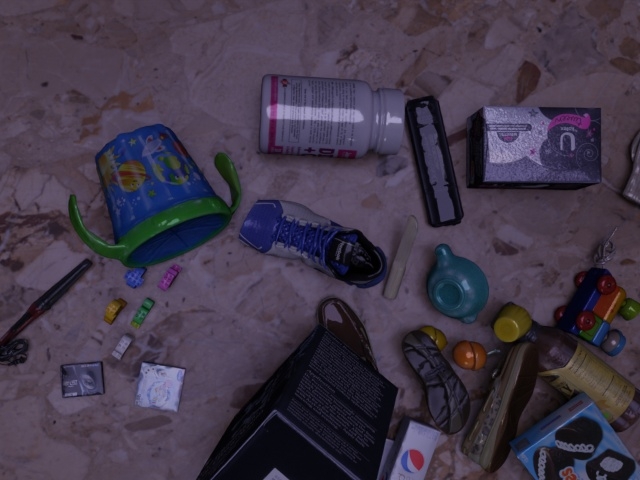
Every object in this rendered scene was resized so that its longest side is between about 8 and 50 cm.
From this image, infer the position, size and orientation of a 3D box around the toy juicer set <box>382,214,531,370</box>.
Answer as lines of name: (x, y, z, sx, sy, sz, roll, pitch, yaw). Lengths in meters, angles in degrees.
toy juicer set: (0.255, 0.123, 1.779, 0.329, 0.089, 0.209, 45, 120, 12)

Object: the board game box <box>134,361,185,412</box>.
board game box: (-0.328, 0.299, 1.762, 0.090, 0.020, 0.090, 11, 87, -4)

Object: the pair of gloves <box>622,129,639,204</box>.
pair of gloves: (0.777, -0.150, 1.863, 0.240, 0.042, 0.204, 17, 83, -6)

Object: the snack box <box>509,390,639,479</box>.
snack box: (0.550, 0.482, 1.757, 0.187, 0.060, 0.322, -37, 107, 5)

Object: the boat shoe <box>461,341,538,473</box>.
boat shoe: (0.361, 0.330, 1.751, 0.089, 0.105, 0.285, 25, 103, 38)

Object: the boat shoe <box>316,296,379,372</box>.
boat shoe: (0.070, 0.234, 1.760, 0.095, 0.095, 0.257, -25, 90, -5)

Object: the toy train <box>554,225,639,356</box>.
toy train: (0.618, 0.112, 1.815, 0.143, 0.105, 0.248, 33, 84, -14)

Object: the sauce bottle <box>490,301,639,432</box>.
sauce bottle: (0.509, 0.257, 1.791, 0.344, 0.111, 0.111, 38, 85, 2)

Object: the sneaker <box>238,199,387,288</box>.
sneaker: (0.001, 0.001, 1.721, 0.316, 0.182, 0.127, 22, 85, -4)

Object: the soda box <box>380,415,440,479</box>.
soda box: (0.169, 0.470, 1.740, 0.069, 0.074, 0.216, 22, 86, -4)

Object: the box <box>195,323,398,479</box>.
box: (-0.046, 0.377, 1.556, 0.212, 0.395, 0.293, 40, 108, -1)

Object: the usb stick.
usb stick: (0.239, -0.164, 1.816, 0.077, 0.045, 0.278, -12, 89, 2)

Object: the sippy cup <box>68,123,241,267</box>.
sippy cup: (-0.324, -0.096, 1.687, 0.240, 0.305, 0.224, -32, 79, 22)

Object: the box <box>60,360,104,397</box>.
box: (-0.483, 0.283, 1.751, 0.083, 0.018, 0.067, -4, 88, -5)

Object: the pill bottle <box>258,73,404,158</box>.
pill bottle: (0.020, -0.248, 1.743, 0.283, 0.160, 0.160, 3, 88, -4)

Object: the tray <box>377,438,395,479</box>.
tray: (0.108, 0.541, 1.785, 0.145, 0.030, 0.270, 18, 86, -5)

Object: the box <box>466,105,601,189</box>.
box: (0.440, -0.191, 1.785, 0.247, 0.142, 0.163, 1, 88, -5)

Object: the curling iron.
curling iron: (-0.557, 0.144, 1.742, 0.068, 0.035, 0.274, 40, 86, -6)

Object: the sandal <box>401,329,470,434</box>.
sandal: (0.231, 0.286, 1.751, 0.090, 0.060, 0.219, -30, 80, -8)

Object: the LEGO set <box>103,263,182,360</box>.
LEGO set: (-0.380, 0.128, 1.728, 0.087, 0.093, 0.227, 32, 86, -3)
